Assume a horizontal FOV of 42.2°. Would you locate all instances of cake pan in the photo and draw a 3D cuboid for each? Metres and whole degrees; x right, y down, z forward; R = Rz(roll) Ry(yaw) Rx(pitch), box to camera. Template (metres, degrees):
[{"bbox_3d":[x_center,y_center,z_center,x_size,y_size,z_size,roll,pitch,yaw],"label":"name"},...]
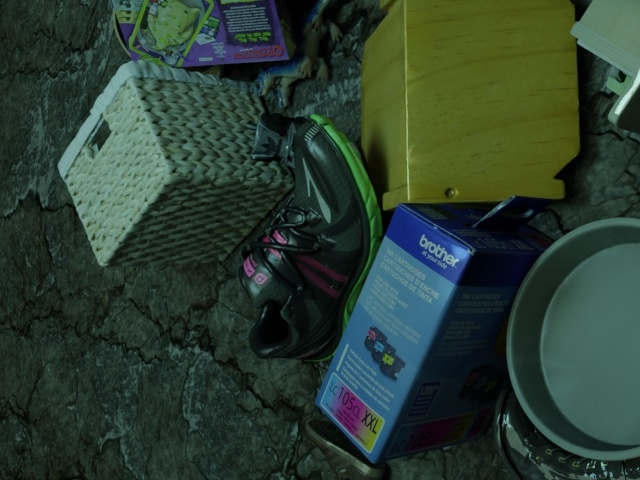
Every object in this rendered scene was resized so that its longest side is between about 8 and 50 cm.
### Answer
[{"bbox_3d":[0.359,0.119,1.008,0.293,0.054,0.293,-24,59,46],"label":"cake pan"}]

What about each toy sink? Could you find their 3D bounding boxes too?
[{"bbox_3d":[0.422,-0.267,1.045,0.131,0.153,0.234,47,121,37],"label":"toy sink"}]

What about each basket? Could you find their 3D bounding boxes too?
[{"bbox_3d":[-0.288,-0.138,1.650,0.328,0.331,0.266,-44,60,36],"label":"basket"}]

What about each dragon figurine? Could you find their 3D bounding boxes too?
[{"bbox_3d":[-0.038,-0.388,1.577,0.144,0.085,0.289,29,110,43],"label":"dragon figurine"}]

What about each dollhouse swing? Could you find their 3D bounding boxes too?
[{"bbox_3d":[0.217,-0.215,1.322,0.315,0.305,0.347,-1,85,5],"label":"dollhouse swing"}]

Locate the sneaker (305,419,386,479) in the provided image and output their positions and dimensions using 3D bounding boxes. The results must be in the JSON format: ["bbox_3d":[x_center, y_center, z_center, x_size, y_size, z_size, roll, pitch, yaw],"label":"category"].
[{"bbox_3d":[0.034,0.389,1.472,0.188,0.066,0.071,27,108,44],"label":"sneaker"}]

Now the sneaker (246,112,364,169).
[{"bbox_3d":[-0.038,-0.155,1.490,0.268,0.153,0.101,46,125,50],"label":"sneaker"}]

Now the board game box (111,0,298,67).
[{"bbox_3d":[-0.225,-0.425,1.523,0.347,0.056,0.208,3,121,25],"label":"board game box"}]

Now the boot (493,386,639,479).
[{"bbox_3d":[0.373,0.304,1.125,0.229,0.091,0.263,-27,73,36],"label":"boot"}]

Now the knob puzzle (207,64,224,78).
[{"bbox_3d":[-0.261,-0.386,1.849,0.213,0.030,0.213,-4,84,46],"label":"knob puzzle"}]

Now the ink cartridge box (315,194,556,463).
[{"bbox_3d":[0.188,0.099,1.180,0.151,0.270,0.395,35,113,39],"label":"ink cartridge box"}]

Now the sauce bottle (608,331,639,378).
[{"bbox_3d":[0.445,0.141,1.028,0.344,0.111,0.111,-21,73,45],"label":"sauce bottle"}]

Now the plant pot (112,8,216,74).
[{"bbox_3d":[-0.283,-0.496,1.723,0.237,0.237,0.254,-53,18,30],"label":"plant pot"}]

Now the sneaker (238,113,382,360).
[{"bbox_3d":[-0.029,0.027,1.372,0.185,0.202,0.483,50,142,48],"label":"sneaker"}]
